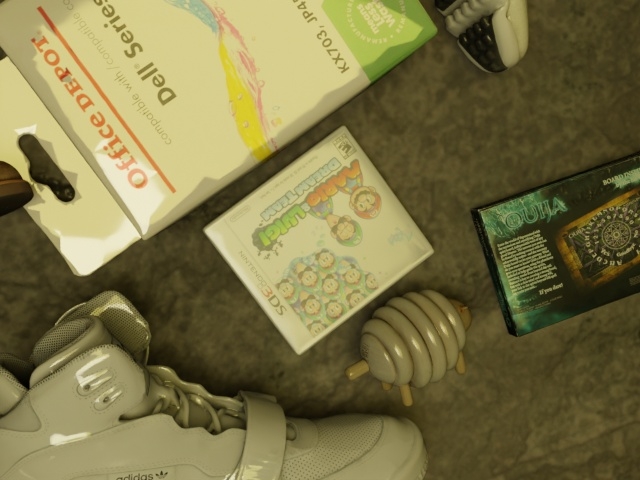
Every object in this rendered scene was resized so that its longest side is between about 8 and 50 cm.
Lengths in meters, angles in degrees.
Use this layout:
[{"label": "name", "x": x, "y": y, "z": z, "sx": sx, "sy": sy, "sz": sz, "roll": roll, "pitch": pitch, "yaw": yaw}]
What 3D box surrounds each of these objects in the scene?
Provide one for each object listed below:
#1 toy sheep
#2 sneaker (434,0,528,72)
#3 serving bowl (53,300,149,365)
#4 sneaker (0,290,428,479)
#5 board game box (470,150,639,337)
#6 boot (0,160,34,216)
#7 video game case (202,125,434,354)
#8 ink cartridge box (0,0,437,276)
[{"label": "toy sheep", "x": 0.079, "y": 0.090, "z": 0.721, "sx": 0.132, "sy": 0.091, "sz": 0.091, "roll": -29, "pitch": 97, "yaw": -25}, {"label": "sneaker", "x": 0.152, "y": -0.294, "z": 0.709, "sx": 0.118, "sy": 0.110, "sz": 0.292, "roll": -11, "pitch": 95, "yaw": -17}, {"label": "serving bowl", "x": -0.189, "y": 0.091, "z": 0.709, "sx": 0.083, "sy": 0.027, "sz": 0.083, "roll": 0, "pitch": 93, "yaw": -9}, {"label": "sneaker", "x": -0.097, "y": 0.148, "z": 0.647, "sx": 0.366, "sy": 0.137, "sz": 0.210, "roll": -11, "pitch": 109, "yaw": -8}, {"label": "board game box", "x": 0.246, "y": 0.000, "z": 0.770, "sx": 0.186, "sy": 0.026, "sz": 0.126, "roll": -19, "pitch": 95, "yaw": -7}, {"label": "boot", "x": -0.384, "y": -0.043, "z": 0.639, "sx": 0.306, "sy": 0.112, "sz": 0.115, "roll": -9, "pitch": 83, "yaw": -5}, {"label": "video game case", "x": 0.000, "y": 0.000, "z": 0.737, "sx": 0.157, "sy": 0.019, "sz": 0.143, "roll": -37, "pitch": 97, "yaw": -6}, {"label": "ink cartridge box", "x": -0.113, "y": -0.141, "z": 0.663, "sx": 0.353, "sy": 0.119, "sz": 0.207, "roll": -37, "pitch": 98, "yaw": -5}]
